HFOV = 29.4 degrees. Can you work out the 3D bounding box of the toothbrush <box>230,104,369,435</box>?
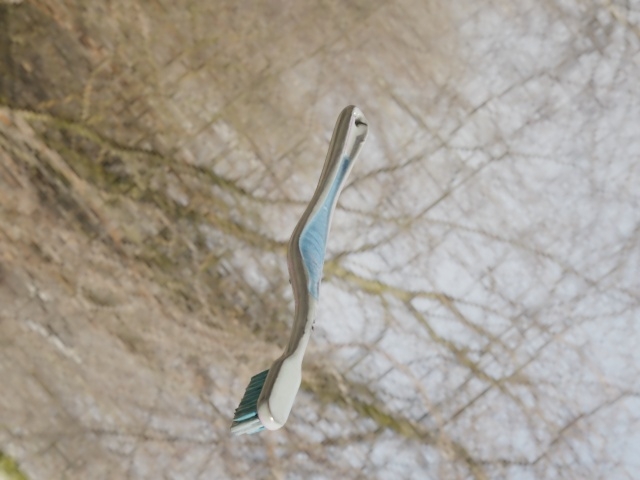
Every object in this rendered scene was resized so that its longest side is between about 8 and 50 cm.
[{"bbox_3d":[0.000,0.000,0.366,0.017,0.014,0.162,-23,-153,28],"label":"toothbrush"}]
